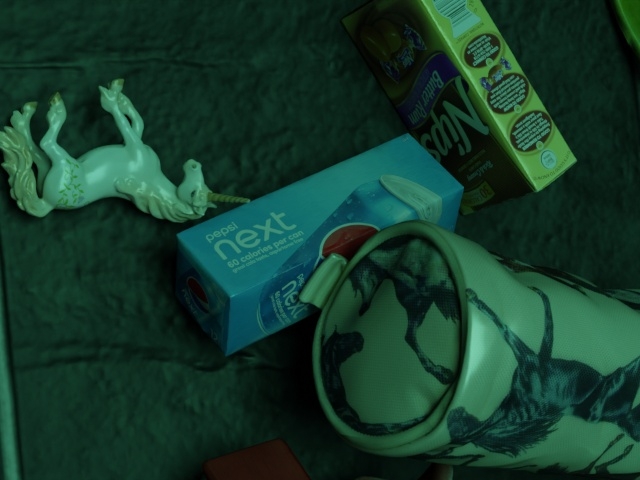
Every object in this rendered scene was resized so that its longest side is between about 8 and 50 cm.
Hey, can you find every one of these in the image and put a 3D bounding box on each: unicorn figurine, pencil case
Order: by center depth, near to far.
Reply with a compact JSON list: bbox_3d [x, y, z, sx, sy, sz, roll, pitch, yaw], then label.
[{"bbox_3d":[-0.146,-0.056,1.143,0.162,0.060,0.111,-16,89,-12],"label":"unicorn figurine"},{"bbox_3d":[0.189,0.092,1.187,0.410,0.183,0.160,11,104,-34],"label":"pencil case"}]

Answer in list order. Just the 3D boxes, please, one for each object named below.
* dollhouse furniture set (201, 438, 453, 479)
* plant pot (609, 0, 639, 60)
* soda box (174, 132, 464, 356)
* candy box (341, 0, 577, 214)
[{"bbox_3d":[0.089,0.241,1.032,0.201,0.152,0.374,-13,45,-27],"label":"dollhouse furniture set"},{"bbox_3d":[0.485,-0.284,1.351,0.353,0.366,0.366,-13,87,-39],"label":"plant pot"},{"bbox_3d":[0.000,0.000,1.179,0.210,0.067,0.071,-25,55,-27],"label":"soda box"},{"bbox_3d":[0.105,-0.116,1.242,0.053,0.109,0.186,-38,98,-27],"label":"candy box"}]
